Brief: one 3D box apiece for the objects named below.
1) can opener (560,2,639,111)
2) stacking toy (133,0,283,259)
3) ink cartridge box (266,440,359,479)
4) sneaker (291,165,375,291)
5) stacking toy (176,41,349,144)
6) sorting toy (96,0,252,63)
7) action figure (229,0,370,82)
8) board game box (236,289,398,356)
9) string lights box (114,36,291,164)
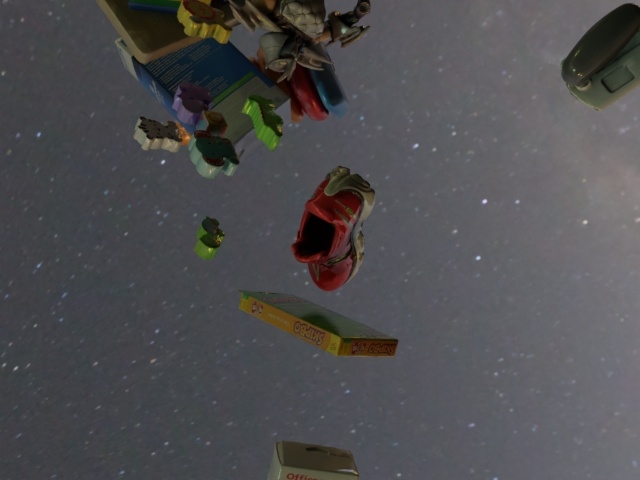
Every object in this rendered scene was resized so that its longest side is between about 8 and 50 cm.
[{"bbox_3d":[0.389,-0.247,0.857,0.076,0.283,0.095,58,-171,16],"label":"can opener"},{"bbox_3d":[-0.120,-0.112,0.798,0.052,0.167,0.221,2,-136,-34],"label":"stacking toy"},{"bbox_3d":[-0.020,0.355,1.062,0.109,0.063,0.151,10,-77,-10],"label":"ink cartridge box"},{"bbox_3d":[0.000,0.000,1.226,0.107,0.279,0.118,35,-121,19],"label":"sneaker"},{"bbox_3d":[-0.118,-0.236,1.335,0.175,0.301,0.166,-18,-95,-81],"label":"stacking toy"},{"bbox_3d":[-0.205,-0.413,1.106,0.255,0.089,0.257,-31,-98,-28],"label":"sorting toy"},{"bbox_3d":[-0.005,-0.310,0.884,0.185,0.099,0.285,26,-98,-61],"label":"action figure"},{"bbox_3d":[-0.015,0.124,1.227,0.124,0.259,0.039,9,-81,-43],"label":"board game box"},{"bbox_3d":[-0.179,-0.244,1.220,0.133,0.077,0.260,-40,-107,-15],"label":"string lights box"}]
